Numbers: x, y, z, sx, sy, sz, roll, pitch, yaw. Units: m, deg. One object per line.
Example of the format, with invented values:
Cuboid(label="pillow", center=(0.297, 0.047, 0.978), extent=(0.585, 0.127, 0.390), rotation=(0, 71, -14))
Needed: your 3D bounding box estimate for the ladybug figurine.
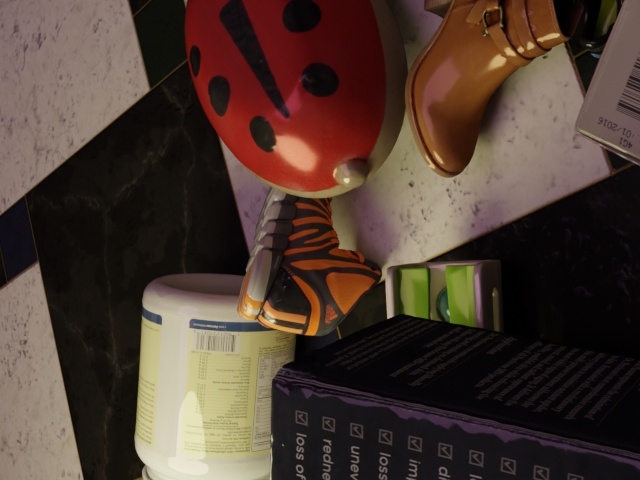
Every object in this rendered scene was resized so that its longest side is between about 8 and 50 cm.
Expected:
Cuboid(label="ladybug figurine", center=(-0.053, -0.252, 1.392), extent=(0.305, 0.162, 0.449), rotation=(-43, 57, 19))

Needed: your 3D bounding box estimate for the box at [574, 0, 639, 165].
Cuboid(label="box", center=(0.377, -0.143, 0.987), extent=(0.127, 0.232, 0.148), rotation=(35, 116, 40))

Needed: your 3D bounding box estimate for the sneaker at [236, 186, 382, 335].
Cuboid(label="sneaker", center=(0.000, 0.000, 1.473), extent=(0.124, 0.180, 0.321), rotation=(123, 163, -59))

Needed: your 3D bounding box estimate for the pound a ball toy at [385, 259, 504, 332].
Cuboid(label="pound a ball toy", center=(0.204, 0.184, 1.273), extent=(0.208, 0.136, 0.319), rotation=(-4, 90, 24))

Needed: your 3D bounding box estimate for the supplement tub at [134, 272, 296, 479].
Cuboid(label="supplement tub", center=(-0.159, 0.224, 1.552), extent=(0.235, 0.235, 0.324), rotation=(12, 100, 45))

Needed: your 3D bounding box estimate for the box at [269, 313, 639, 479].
Cuboid(label="box", center=(0.215, 0.362, 1.031), extent=(0.472, 0.297, 0.479), rotation=(9, 103, 30))

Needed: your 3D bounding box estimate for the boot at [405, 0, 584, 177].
Cuboid(label="boot", center=(0.220, -0.221, 1.240), extent=(0.220, 0.109, 0.283), rotation=(0, 78, 52))

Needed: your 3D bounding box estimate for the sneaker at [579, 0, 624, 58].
Cuboid(label="sneaker", center=(0.333, -0.294, 1.139), extent=(0.067, 0.078, 0.188), rotation=(25, 109, 42))
